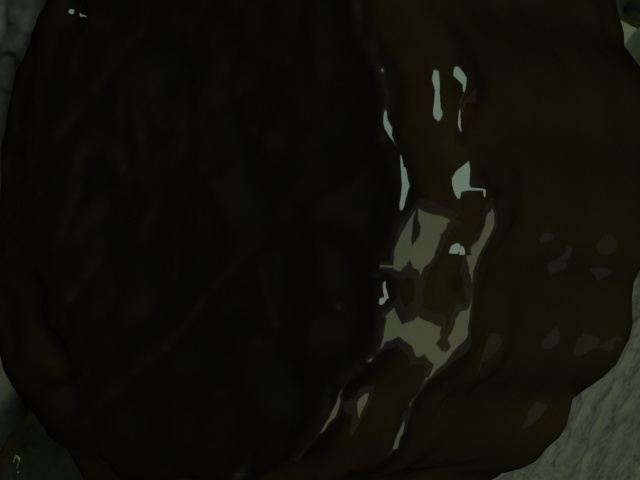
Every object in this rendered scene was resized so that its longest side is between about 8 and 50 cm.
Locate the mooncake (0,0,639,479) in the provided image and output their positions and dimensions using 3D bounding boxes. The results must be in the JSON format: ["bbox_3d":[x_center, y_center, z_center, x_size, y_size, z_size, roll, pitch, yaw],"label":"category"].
[{"bbox_3d":[-0.014,-0.023,0.754,0.187,0.324,0.324,3,125,-48],"label":"mooncake"}]

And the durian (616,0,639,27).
[{"bbox_3d":[0.160,-0.217,0.879,0.138,0.193,0.237,-58,176,-23],"label":"durian"}]

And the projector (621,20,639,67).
[{"bbox_3d":[0.199,-0.186,1.044,0.108,0.108,0.337,6,123,-56],"label":"projector"}]

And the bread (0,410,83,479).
[{"bbox_3d":[-0.077,0.198,1.045,0.279,0.225,0.250,6,118,-42],"label":"bread"}]
